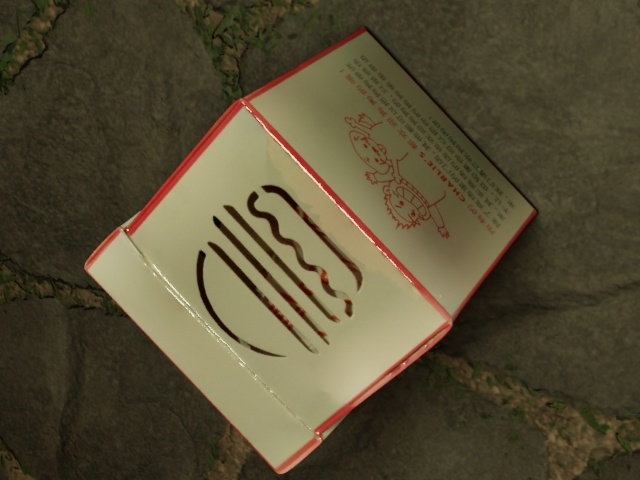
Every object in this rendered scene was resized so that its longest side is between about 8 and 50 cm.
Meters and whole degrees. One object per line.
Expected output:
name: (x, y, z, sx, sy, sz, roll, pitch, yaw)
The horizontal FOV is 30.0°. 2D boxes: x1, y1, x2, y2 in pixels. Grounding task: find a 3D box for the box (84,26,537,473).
box: (0.000, 0.000, 1.300, 0.314, 0.312, 0.300, 47, 124, 1)
